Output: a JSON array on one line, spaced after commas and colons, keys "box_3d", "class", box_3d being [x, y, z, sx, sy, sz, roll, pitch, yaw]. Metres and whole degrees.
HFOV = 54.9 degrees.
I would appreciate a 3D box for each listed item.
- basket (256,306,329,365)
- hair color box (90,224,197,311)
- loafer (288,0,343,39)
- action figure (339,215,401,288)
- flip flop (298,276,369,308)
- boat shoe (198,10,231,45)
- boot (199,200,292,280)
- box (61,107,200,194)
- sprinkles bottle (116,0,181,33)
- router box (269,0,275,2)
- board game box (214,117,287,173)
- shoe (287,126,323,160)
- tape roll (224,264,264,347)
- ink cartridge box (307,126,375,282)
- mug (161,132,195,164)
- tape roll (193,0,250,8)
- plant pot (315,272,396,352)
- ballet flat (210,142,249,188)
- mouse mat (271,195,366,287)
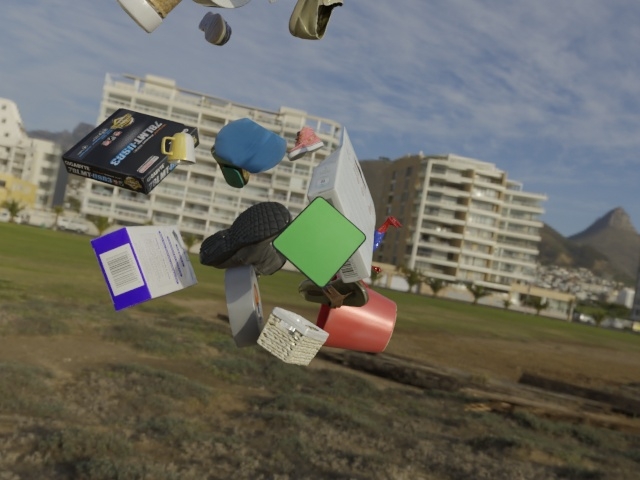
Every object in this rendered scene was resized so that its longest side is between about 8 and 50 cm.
[{"box_3d": [-0.069, 0.246, 1.553, 0.113, 0.103, 0.167, 30, -2, 24], "class": "basket"}, {"box_3d": [-0.448, 0.061, 1.609, 0.110, 0.185, 0.339, -20, -1, 9], "class": "hair color box"}, {"box_3d": [0.017, -0.597, 1.461, 0.092, 0.269, 0.102, 35, 30, 16], "class": "loafer"}, {"box_3d": [0.183, 0.063, 2.084, 0.139, 0.280, 0.091, 48, 18, 11], "class": "action figure"}, {"box_3d": [0.033, 0.171, 1.917, 0.277, 0.112, 0.080, -1, 30, 38], "class": "flip flop"}, {"box_3d": [-0.364, -0.750, 2.210, 0.092, 0.103, 0.285, 27, 13, -33], "class": "boat shoe"}, {"box_3d": [-0.165, 0.011, 1.785, 0.338, 0.118, 0.222, -23, -33, 32], "class": "boot"}, {"box_3d": [-0.570, -0.278, 1.874, 0.293, 0.296, 0.073, 16, -44, 18], "class": "box"}, {"box_3d": [-0.325, -0.656, 1.456, 0.121, 0.355, 0.121, 46, 0, 0], "class": "sprinkles bottle"}, {"box_3d": [-0.042, -0.833, 1.620, 0.335, 0.082, 0.301, -24, -32, 0], "class": "router box"}, {"box_3d": [-0.165, -0.229, 1.445, 0.168, 0.033, 0.133, 26, -50, -32], "class": "board game box"}, {"box_3d": [-0.066, -0.324, 2.056, 0.063, 0.081, 0.178, -33, -2, 42], "class": "shoe"}, {"box_3d": [-0.204, 0.178, 1.674, 0.072, 0.219, 0.219, -9, -1, -2], "class": "tape roll"}, {"box_3d": [0.071, -0.114, 1.808, 0.091, 0.308, 0.385, -14, 33, 16], "class": "ink cartridge box"}, {"box_3d": [-0.311, -0.207, 1.373, 0.062, 0.064, 0.078, 2, -5, 9], "class": "mug"}, {"box_3d": [-0.284, -0.809, 1.746, 0.100, 0.286, 0.286, 19, 4, 36], "class": "tape roll"}, {"box_3d": [0.129, 0.280, 2.228, 0.243, 0.275, 0.275, 17, -3, -6], "class": "plant pot"}, {"box_3d": [-0.293, -0.285, 2.068, 0.123, 0.123, 0.348, 10, -15, 2], "class": "ballet flat"}, {"box_3d": [0.000, 0.000, 1.364, 0.152, 0.190, 0.007, 42, -35, 3], "class": "mouse mat"}]
